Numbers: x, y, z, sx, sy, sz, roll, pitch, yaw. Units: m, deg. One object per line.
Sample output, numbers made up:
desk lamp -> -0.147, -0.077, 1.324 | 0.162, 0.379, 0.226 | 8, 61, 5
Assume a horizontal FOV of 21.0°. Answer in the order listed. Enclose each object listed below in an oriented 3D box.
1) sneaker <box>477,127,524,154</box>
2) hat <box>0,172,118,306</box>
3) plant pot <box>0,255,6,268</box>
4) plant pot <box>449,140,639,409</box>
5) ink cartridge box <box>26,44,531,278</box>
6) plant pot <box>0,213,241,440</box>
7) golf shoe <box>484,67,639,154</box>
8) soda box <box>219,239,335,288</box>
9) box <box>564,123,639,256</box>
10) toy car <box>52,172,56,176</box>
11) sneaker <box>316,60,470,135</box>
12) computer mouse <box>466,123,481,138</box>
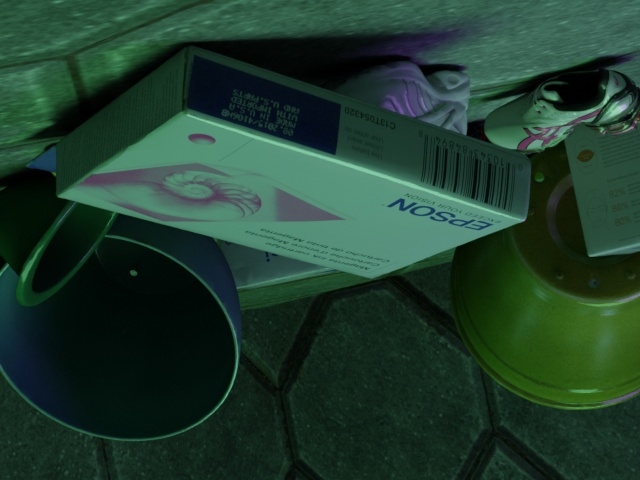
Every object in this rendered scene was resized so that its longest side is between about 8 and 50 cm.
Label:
sneaker -> 0.187, -0.093, 2.044 | 0.081, 0.094, 0.208 | 29, 179, -23
hat -> -0.322, -0.047, 1.760 | 0.208, 0.183, 0.173 | -55, 170, 13
plant pot -> -0.434, 0.083, 2.108 | 0.215, 0.215, 0.230 | -15, -172, 38
plant pot -> 0.364, 0.019, 2.360 | 0.366, 0.366, 0.353 | -11, 164, -1
ink cartridge box -> -0.047, -0.043, 1.475 | 0.324, 0.071, 0.330 | 15, 158, -27
plant pot -> -0.220, 0.058, 1.998 | 0.290, 0.290, 0.195 | -13, -149, 18
golf shoe -> 0.239, -0.141, 1.765 | 0.186, 0.067, 0.086 | -13, 146, 39
soda box -> 0.000, 0.000, 2.529 | 0.286, 0.098, 0.091 | -13, 175, 16
box -> 0.383, -0.077, 2.086 | 0.130, 0.170, 0.091 | -16, 171, 43
toy car -> -0.119, -0.079, 1.662 | 0.239, 0.053, 0.225 | -12, 174, 17
sneaker -> 0.072, -0.096, 1.538 | 0.090, 0.115, 0.232 | -15, 173, 37
computer mouse -> 0.074, -0.097, 2.014 | 0.242, 0.041, 0.071 | -20, -179, 18
